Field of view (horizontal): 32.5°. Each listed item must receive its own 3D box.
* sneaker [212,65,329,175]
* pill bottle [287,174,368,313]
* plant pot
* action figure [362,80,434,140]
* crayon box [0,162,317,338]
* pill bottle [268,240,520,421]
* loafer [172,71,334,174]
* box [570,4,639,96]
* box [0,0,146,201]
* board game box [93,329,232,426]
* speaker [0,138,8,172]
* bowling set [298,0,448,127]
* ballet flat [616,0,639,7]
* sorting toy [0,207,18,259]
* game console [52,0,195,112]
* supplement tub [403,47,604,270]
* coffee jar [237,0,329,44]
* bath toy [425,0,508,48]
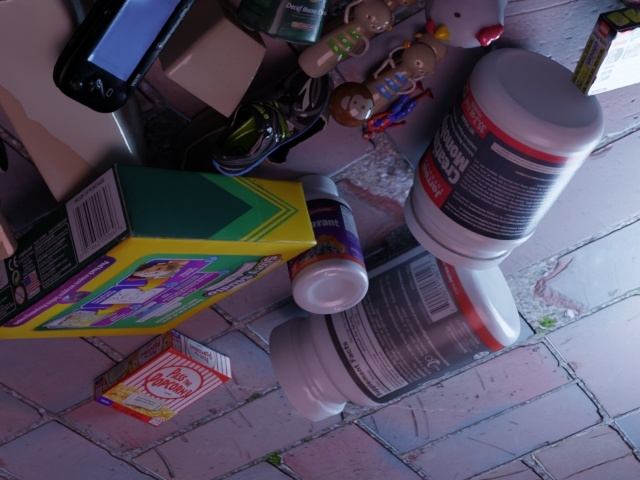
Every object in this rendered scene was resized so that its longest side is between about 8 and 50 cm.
[{"bbox_3d":[-0.061,-0.154,1.377,0.188,0.067,0.078,-42,170,-5],"label":"sneaker"},{"bbox_3d":[0.000,0.000,1.571,0.108,0.193,0.108,-7,139,-6],"label":"pill bottle"},{"bbox_3d":[-0.130,-0.237,1.345,0.096,0.109,0.109,-43,131,18],"label":"plant pot"},{"bbox_3d":[0.103,-0.174,1.524,0.115,0.030,0.038,-34,140,27],"label":"action figure"},{"bbox_3d":[-0.241,0.026,1.491,0.313,0.106,0.363,2,156,-47],"label":"crayon box"},{"bbox_3d":[0.113,0.138,1.744,0.363,0.210,0.210,-28,137,19],"label":"pill bottle"},{"bbox_3d":[-0.092,-0.141,1.469,0.251,0.087,0.094,-29,136,19],"label":"loafer"},{"bbox_3d":[0.435,-0.261,1.440,0.207,0.036,0.114,-16,145,-25],"label":"box"},{"bbox_3d":[-0.314,-0.207,1.302,0.121,0.148,0.311,-14,138,4],"label":"box"},{"bbox_3d":[-0.273,0.240,1.896,0.193,0.045,0.147,-35,134,25],"label":"board game box"},{"bbox_3d":[-0.486,-0.101,1.451,0.136,0.055,0.055,-14,139,2],"label":"speaker"},{"bbox_3d":[0.072,-0.231,1.330,0.154,0.199,0.287,-36,137,22],"label":"bowling set"},{"bbox_3d":[0.393,-0.355,1.344,0.077,0.079,0.221,-16,140,1],"label":"ballet flat"},{"bbox_3d":[-0.543,-0.068,1.382,0.257,0.089,0.255,-19,110,9],"label":"sorting toy"},{"bbox_3d":[-0.152,-0.293,1.203,0.213,0.044,0.361,30,99,-46],"label":"game console"},{"bbox_3d":[0.244,-0.108,1.506,0.191,0.191,0.272,8,135,-21],"label":"supplement tub"},{"bbox_3d":[-0.020,-0.315,1.211,0.096,0.079,0.184,0,119,-42],"label":"coffee jar"},{"bbox_3d":[0.137,-0.353,1.216,0.151,0.129,0.348,-18,131,3],"label":"bath toy"}]
